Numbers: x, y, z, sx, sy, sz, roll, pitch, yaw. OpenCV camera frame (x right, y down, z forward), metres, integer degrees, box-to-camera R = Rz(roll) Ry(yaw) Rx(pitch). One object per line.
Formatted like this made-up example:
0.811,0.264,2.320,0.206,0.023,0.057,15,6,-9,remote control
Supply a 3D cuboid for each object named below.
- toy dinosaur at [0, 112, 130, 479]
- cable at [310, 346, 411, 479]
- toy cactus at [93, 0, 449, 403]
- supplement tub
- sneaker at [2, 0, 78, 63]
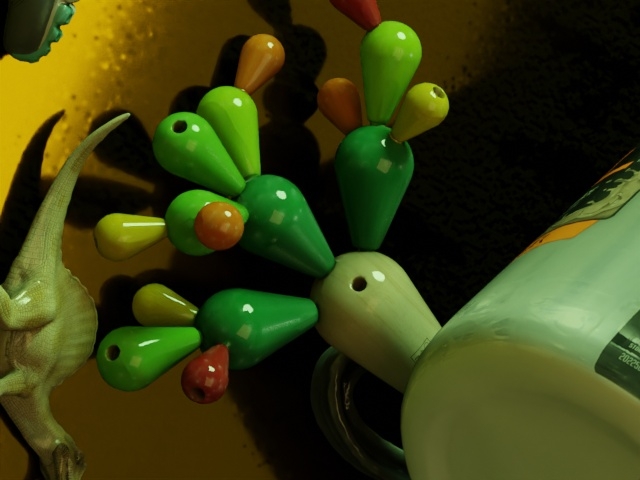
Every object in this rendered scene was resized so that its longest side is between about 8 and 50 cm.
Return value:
-0.135,0.031,0.864,0.092,0.053,0.183,-5,105,-42,toy dinosaur
0.110,0.155,0.979,0.139,0.072,0.287,-34,109,-18,cable
0.000,0.000,0.888,0.180,0.112,0.219,44,64,-22,toy cactus
0.212,0.037,0.925,0.338,0.207,0.207,-39,112,-36,supplement tub
-0.134,-0.161,0.841,0.076,0.065,0.167,5,89,-11,sneaker
